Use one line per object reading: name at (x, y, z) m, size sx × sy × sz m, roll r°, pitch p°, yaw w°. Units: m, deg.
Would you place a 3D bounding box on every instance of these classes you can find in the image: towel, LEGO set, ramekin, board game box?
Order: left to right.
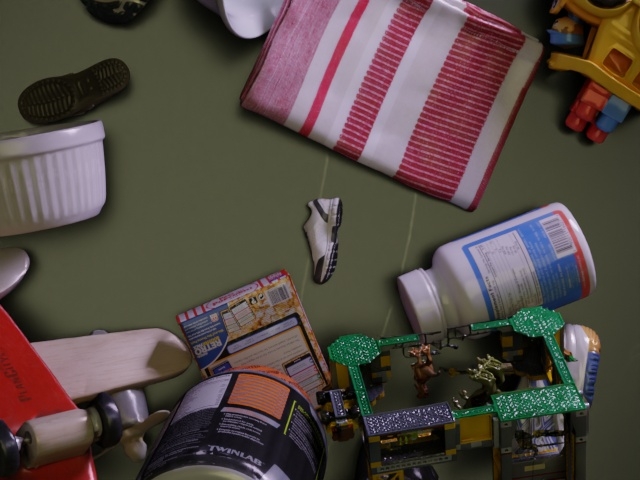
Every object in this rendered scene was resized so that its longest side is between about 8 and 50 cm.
ramekin at (-0.347, -0.070, 1.758) m, size 0.207 × 0.207 × 0.109 m, roll -10°, pitch 98°, yaw -5°
board game box at (-0.070, 0.153, 1.834) m, size 0.147 × 0.045 × 0.193 m, roll -23°, pitch 101°, yaw -5°
towel at (0.093, -0.204, 1.853) m, size 0.329 × 0.037 × 0.237 m, roll 25°, pitch 88°, yaw -13°
LEGO set at (0.161, 0.226, 1.732) m, size 0.331 × 0.255 × 0.192 m, roll -12°, pitch 122°, yaw -11°

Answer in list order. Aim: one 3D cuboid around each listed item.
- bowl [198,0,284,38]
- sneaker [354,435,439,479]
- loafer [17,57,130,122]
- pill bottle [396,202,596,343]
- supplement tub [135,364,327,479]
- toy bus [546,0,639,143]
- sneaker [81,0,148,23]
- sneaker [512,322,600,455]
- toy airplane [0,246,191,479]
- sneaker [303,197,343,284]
bowl at (-0.094, -0.397, 1.766) m, size 0.134 × 0.298 × 0.297 m, roll 25°, pitch 86°, yaw 17°
sneaker at (0.075, 0.333, 1.760) m, size 0.109 × 0.286 × 0.130 m, roll -30°, pitch 132°, yaw 23°
loafer at (-0.295, -0.178, 1.839) m, size 0.148 × 0.050 × 0.056 m, roll -16°, pitch 86°, yaw 10°
pill bottle at (0.211, 0.047, 1.838) m, size 0.222 × 0.124 × 0.124 m, roll -21°, pitch 90°, yaw -4°
supplement tub at (-0.095, 0.262, 1.658) m, size 0.194 × 0.316 × 0.193 m, roll 2°, pitch 106°, yaw 7°
toy bus at (0.351, -0.236, 1.861) m, size 0.220 × 0.149 × 0.211 m, roll 33°, pitch 102°, yaw -1°
sneaker at (-0.223, -0.402, 1.823) m, size 0.110 × 0.122 × 0.283 m, roll 13°, pitch 111°, yaw 4°
sneaker at (0.260, 0.246, 1.859) m, size 0.131 × 0.112 × 0.296 m, roll 8°, pitch 82°, yaw 8°
toy airplane at (-0.376, 0.191, 1.721) m, size 0.386 × 0.384 × 0.272 m, roll 16°, pitch 127°, yaw 3°
sneaker at (0.000, 0.000, 1.868) m, size 0.044 × 0.040 × 0.109 m, roll 6°, pitch 84°, yaw 12°
